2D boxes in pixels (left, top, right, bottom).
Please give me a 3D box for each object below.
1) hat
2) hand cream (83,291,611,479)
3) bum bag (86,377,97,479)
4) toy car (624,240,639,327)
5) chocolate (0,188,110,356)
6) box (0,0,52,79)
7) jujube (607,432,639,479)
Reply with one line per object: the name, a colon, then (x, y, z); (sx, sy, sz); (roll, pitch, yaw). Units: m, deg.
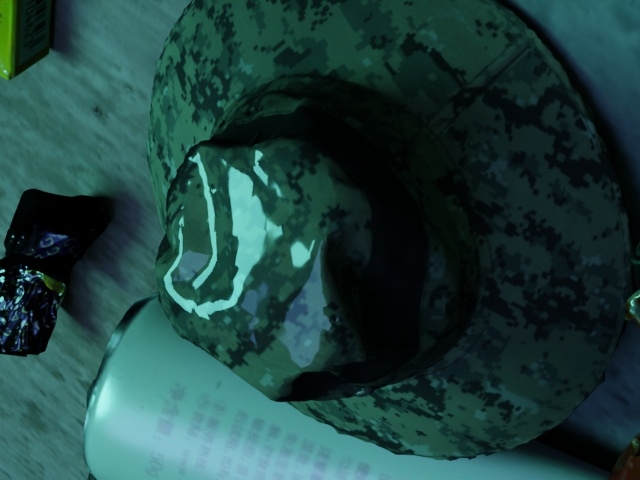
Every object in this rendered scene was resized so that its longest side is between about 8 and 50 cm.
hat: (0.000, 0.000, 0.796); (0.265, 0.128, 0.266); (9, 110, 27)
hand cream: (0.044, 0.139, 0.948); (0.358, 0.118, 0.186); (23, 130, 17)
bum bag: (-0.120, 0.160, 1.148); (0.087, 0.049, 0.198); (28, 137, 16)
toy car: (0.191, 0.012, 0.730); (0.073, 0.054, 0.143); (54, 142, -9)
chocolate: (-0.164, 0.017, 1.055); (0.070, 0.072, 0.147); (46, 147, -3)
box: (-0.199, -0.225, 0.903); (0.153, 0.041, 0.279); (32, 139, 19)
jujube: (0.204, 0.146, 0.782); (0.176, 0.109, 0.112); (41, 109, 7)
